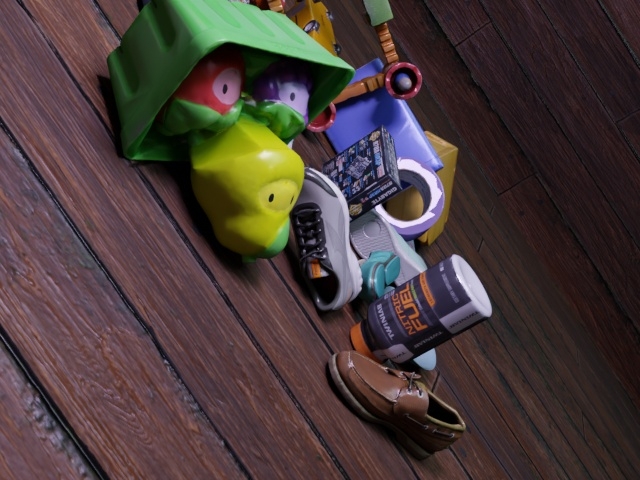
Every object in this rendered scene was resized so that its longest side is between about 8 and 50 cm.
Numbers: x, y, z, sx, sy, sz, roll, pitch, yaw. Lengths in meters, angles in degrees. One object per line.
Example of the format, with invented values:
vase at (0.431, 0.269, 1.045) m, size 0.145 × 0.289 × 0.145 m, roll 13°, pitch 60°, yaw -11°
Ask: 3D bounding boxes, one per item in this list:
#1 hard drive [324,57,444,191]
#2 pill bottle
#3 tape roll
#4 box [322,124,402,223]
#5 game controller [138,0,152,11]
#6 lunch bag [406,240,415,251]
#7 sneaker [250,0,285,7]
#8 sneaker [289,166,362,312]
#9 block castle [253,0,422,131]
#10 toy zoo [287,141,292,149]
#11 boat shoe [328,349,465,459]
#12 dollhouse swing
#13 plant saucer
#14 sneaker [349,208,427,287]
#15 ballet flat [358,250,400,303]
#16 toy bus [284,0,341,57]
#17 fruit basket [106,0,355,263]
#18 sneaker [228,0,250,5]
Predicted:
hard drive at (0.135, -0.266, 1.916) m, size 0.319 × 0.210 × 0.040 m, roll 60°, pitch 1°, yaw 7°
pill bottle at (0.175, 0.139, 1.399) m, size 0.130 × 0.245 × 0.130 m, roll 47°, pitch 22°, yaw -26°
tape roll at (0.192, -0.096, 1.817) m, size 0.189 × 0.188 × 0.080 m, roll 61°, pitch -12°, yaw 8°
box at (0.085, -0.140, 1.684) m, size 0.051 × 0.175 × 0.220 m, roll 46°, pitch 24°, yaw -28°
game controller at (-0.245, -0.333, 1.420) m, size 0.166 × 0.067 × 0.319 m, roll 12°, pitch 47°, yaw -42°
lunch bag at (0.192, 0.000, 1.889) m, size 0.071 × 0.053 × 0.083 m, roll 34°, pitch 41°, yaw -41°
sneaker at (-0.181, -0.607, 1.907) m, size 0.221 × 0.087 × 0.128 m, roll 27°, pitch 43°, yaw -31°
sneaker at (0.000, 0.000, 1.355) m, size 0.108 × 0.100 × 0.272 m, roll -43°, pitch 118°, yaw -58°
block castle at (0.021, -0.500, 1.733) m, size 0.213 × 0.302 × 0.454 m, roll -105°, pitch 174°, yaw -68°
toy zoo at (-0.128, -0.264, 1.593) m, size 0.192 × 0.030 × 0.293 m, roll 47°, pitch 23°, yaw -24°
boat shoe at (0.138, 0.267, 1.338) m, size 0.307 × 0.104 × 0.111 m, roll 42°, pitch 27°, yaw -34°
dollhouse swing at (0.197, -0.183, 2.140) m, size 0.347 × 0.304 × 0.315 m, roll -33°, pitch 132°, yaw -69°
plant saucer at (0.173, 0.189, 1.610) m, size 0.195 × 0.037 × 0.195 m, roll 45°, pitch 26°, yaw -29°
sneaker at (0.149, 0.020, 1.736) m, size 0.256 × 0.094 × 0.151 m, roll 50°, pitch 10°, yaw -2°
ballet flat at (0.098, 0.075, 1.550) m, size 0.247 × 0.087 × 0.083 m, roll -33°, pitch 121°, yaw -71°
toy bus at (-0.033, -0.531, 2.022) m, size 0.108 × 0.130 × 0.333 m, roll 40°, pitch 28°, yaw -36°
fruit basket at (-0.113, -0.172, 1.190) m, size 0.392 × 0.283 × 0.392 m, roll 33°, pitch 33°, yaw -25°
sneaker at (-0.199, -0.518, 1.710) m, size 0.225 × 0.088 × 0.092 m, roll 62°, pitch 23°, yaw 13°
